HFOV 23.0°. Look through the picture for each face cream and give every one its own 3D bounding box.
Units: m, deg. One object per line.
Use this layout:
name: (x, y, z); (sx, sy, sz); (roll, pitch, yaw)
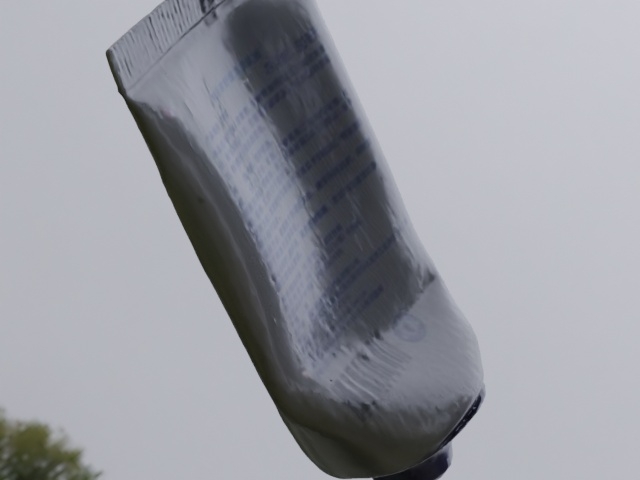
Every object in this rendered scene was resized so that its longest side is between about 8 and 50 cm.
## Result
face cream: (0.000, 0.000, 1.124); (0.137, 0.235, 0.420); (-5, -61, 36)
